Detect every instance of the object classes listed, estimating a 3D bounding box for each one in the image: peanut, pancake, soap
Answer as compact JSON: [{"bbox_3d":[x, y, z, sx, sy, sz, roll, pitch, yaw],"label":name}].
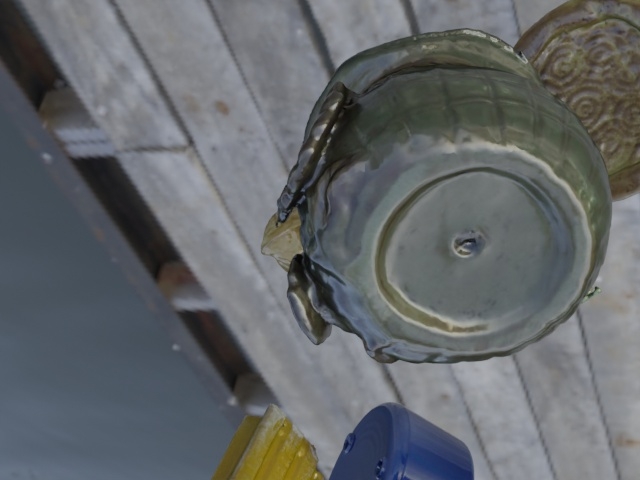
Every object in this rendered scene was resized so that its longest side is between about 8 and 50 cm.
[{"bbox_3d":[0.000,0.000,1.410,0.093,0.083,0.194,-3,179,27],"label":"peanut"},{"bbox_3d":[0.297,-0.152,1.359,0.250,0.250,0.031,-11,162,30],"label":"pancake"},{"bbox_3d":[-0.072,0.332,1.540,0.073,0.232,0.140,-27,110,32],"label":"soap"}]

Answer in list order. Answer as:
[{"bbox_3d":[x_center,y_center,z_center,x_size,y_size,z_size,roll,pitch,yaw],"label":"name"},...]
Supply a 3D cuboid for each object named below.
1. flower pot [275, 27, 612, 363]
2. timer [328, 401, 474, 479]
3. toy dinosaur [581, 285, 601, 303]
[{"bbox_3d":[0.100,-0.032,1.111,0.302,0.213,0.301,-3,120,-4],"label":"flower pot"},{"bbox_3d":[0.207,0.411,1.693,0.384,0.270,0.270,24,143,-12],"label":"timer"},{"bbox_3d":[0.329,0.076,1.574,0.029,0.060,0.119,42,-176,-1],"label":"toy dinosaur"}]
